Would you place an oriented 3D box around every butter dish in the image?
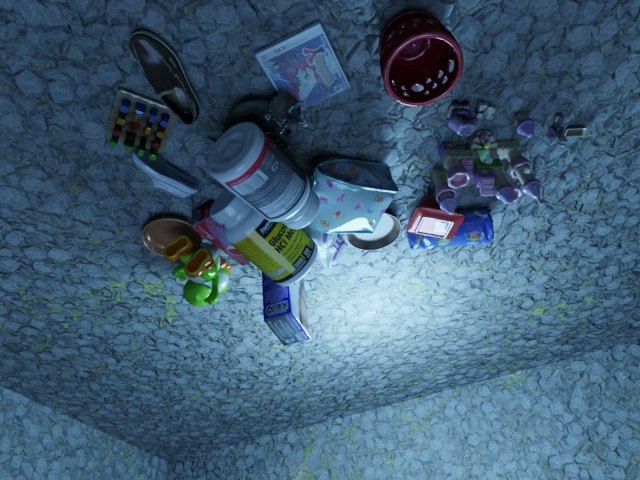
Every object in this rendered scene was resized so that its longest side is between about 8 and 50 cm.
[{"bbox_3d":[0.379,-0.090,1.680,0.160,0.118,0.160,11,149,1],"label":"butter dish"}]

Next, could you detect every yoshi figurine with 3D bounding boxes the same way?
[{"bbox_3d":[-0.430,0.136,1.784,0.203,0.203,0.362,-6,156,4],"label":"yoshi figurine"}]

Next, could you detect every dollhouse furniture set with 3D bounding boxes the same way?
[{"bbox_3d":[0.765,-0.328,1.541,0.115,0.081,0.090,-4,139,-4],"label":"dollhouse furniture set"}]

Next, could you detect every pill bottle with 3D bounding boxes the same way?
[{"bbox_3d":[-0.140,-0.160,1.391,0.176,0.176,0.318,-27,139,21],"label":"pill bottle"},{"bbox_3d":[-0.177,-0.023,1.587,0.188,0.187,0.334,-32,121,25],"label":"pill bottle"}]

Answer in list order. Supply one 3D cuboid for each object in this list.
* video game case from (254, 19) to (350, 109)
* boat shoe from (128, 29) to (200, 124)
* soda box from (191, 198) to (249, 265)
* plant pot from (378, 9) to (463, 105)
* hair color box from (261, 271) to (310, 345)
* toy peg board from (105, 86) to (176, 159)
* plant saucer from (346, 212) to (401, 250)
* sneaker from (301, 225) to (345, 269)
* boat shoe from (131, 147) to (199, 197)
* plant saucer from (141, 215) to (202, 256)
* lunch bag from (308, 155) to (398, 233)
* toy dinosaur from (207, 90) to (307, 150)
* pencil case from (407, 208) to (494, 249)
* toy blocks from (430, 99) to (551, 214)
[{"bbox_3d":[-0.043,-0.445,1.332,0.184,0.023,0.201,-21,137,15],"label":"video game case"},{"bbox_3d":[-0.382,-0.399,1.277,0.095,0.095,0.257,-21,137,15],"label":"boat shoe"},{"bbox_3d":[-0.313,-0.023,1.727,0.092,0.083,0.263,-28,136,22],"label":"soda box"},{"bbox_3d":[0.234,-0.456,1.246,0.191,0.174,0.191,-4,140,-4],"label":"plant pot"},{"bbox_3d":[-0.125,0.172,1.782,0.110,0.338,0.185,-16,138,10],"label":"hair color box"},{"bbox_3d":[-0.489,-0.303,1.384,0.161,0.079,0.160,16,134,-25],"label":"toy peg board"},{"bbox_3d":[0.188,-0.041,1.817,0.199,0.036,0.198,-4,139,-3],"label":"plant saucer"},{"bbox_3d":[0.000,0.000,1.803,0.152,0.114,0.305,23,159,22],"label":"sneaker"},{"bbox_3d":[-0.472,-0.186,1.515,0.076,0.083,0.226,-34,133,26],"label":"boat shoe"},{"bbox_3d":[-0.506,-0.016,1.741,0.200,0.037,0.199,-4,138,-4],"label":"plant saucer"},{"bbox_3d":[0.073,-0.139,1.599,0.263,0.160,0.223,3,139,-21],"label":"lunch bag"},{"bbox_3d":[-0.164,-0.331,1.394,0.314,0.120,0.160,4,138,18],"label":"toy dinosaur"},{"bbox_3d":[0.460,-0.040,1.795,0.307,0.119,0.133,-6,141,-2],"label":"pencil case"},{"bbox_3d":[0.505,-0.209,1.504,0.289,0.259,0.308,-1,139,-6],"label":"toy blocks"}]
